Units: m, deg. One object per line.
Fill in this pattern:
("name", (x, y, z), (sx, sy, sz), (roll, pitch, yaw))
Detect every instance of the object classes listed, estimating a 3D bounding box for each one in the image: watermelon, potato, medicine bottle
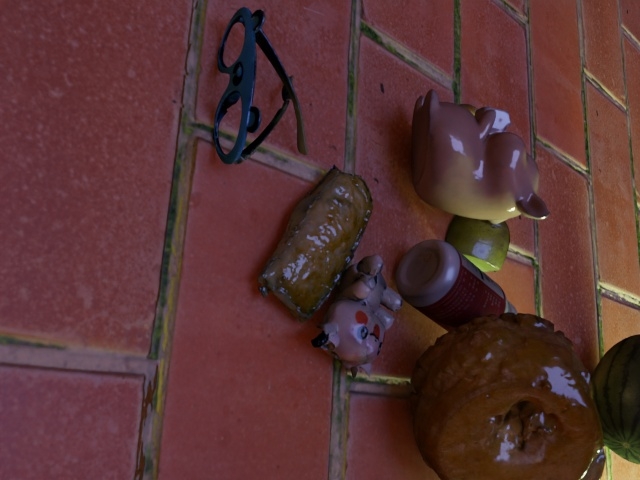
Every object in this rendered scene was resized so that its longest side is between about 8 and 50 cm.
("watermelon", (0.808, 0.376, 1.561), (0.359, 0.279, 0.279), (-47, 113, -35))
("potato", (0.327, -0.021, 1.322), (0.120, 0.081, 0.149), (27, 63, -40))
("medicine bottle", (0.259, 0.106, 1.190), (0.250, 0.131, 0.131), (34, 59, -34))

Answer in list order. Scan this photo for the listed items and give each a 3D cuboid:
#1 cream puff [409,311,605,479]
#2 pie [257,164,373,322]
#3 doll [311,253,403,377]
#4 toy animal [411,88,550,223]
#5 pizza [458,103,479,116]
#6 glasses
("cream puff", (0.317, 0.286, 1.094), (0.343, 0.327, 0.231), (34, 17, -9))
("pie", (0.000, 0.000, 1.008), (0.128, 0.068, 0.282), (51, 54, -27))
("doll", (0.058, 0.117, 1.013), (0.149, 0.095, 0.192), (56, 45, -44))
("toy animal", (0.291, -0.150, 1.216), (0.256, 0.195, 0.213), (12, 88, -4))
("pizza", (0.345, -0.218, 1.398), (0.246, 0.058, 0.127), (23, 64, -41))
("glasses", (-0.095, -0.209, 0.970), (0.207, 0.102, 0.239), (40, 49, -65))
